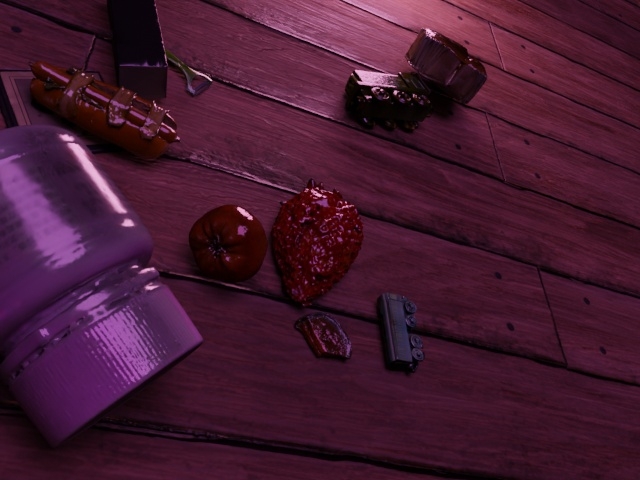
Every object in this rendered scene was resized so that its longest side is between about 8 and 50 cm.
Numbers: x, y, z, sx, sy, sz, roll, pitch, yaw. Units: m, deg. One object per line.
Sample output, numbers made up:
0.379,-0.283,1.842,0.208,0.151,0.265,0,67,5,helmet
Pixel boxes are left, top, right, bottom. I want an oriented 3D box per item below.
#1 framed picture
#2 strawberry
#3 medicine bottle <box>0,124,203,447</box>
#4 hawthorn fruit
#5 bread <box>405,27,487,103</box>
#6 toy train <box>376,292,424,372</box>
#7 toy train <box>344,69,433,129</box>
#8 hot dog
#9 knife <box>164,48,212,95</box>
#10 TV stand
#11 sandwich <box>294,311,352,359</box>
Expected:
-0.434,-0.220,1.111,0.195,0.010,0.199,-11,62,-38,framed picture
-0.014,-0.005,1.140,0.174,0.098,0.228,37,44,0,strawberry
-0.317,0.053,0.792,0.325,0.256,0.256,52,46,3,medicine bottle
-0.144,0.007,1.046,0.125,0.140,0.125,1,86,-8,hawthorn fruit
0.312,-0.442,1.638,0.192,0.109,0.210,32,21,-7,bread
0.140,0.161,1.149,0.071,0.038,0.147,11,51,-22,toy train
0.155,-0.330,1.521,0.226,0.090,0.137,-1,49,-33,toy train
-0.361,-0.222,1.101,0.270,0.072,0.109,25,44,-16,hot dog
-0.291,-0.353,1.302,0.166,0.022,0.078,39,39,-1,knife
-0.350,-0.392,1.242,0.088,0.082,0.269,-6,57,-19,TV stand
0.012,0.158,1.078,0.069,0.026,0.101,-25,72,-43,sandwich
